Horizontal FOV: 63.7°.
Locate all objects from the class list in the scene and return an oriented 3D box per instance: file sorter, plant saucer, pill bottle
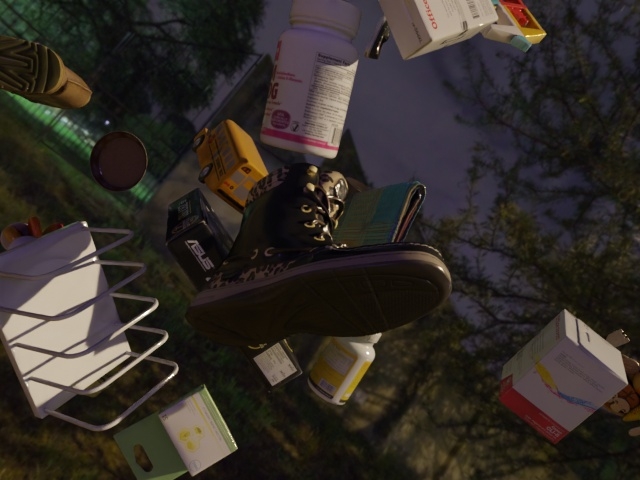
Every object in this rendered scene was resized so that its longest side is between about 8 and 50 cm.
[{"bbox_3d":[-0.377,0.131,0.838,0.173,0.193,0.278,2,-66,31],"label":"file sorter"},{"bbox_3d":[-0.553,-0.216,1.424,0.168,0.168,0.029,36,5,5],"label":"plant saucer"},{"bbox_3d":[-0.016,-0.316,1.013,0.160,0.283,0.160,12,11,-2],"label":"pill bottle"},{"bbox_3d":[0.058,0.267,1.159,0.103,0.184,0.103,32,6,-4],"label":"pill bottle"}]

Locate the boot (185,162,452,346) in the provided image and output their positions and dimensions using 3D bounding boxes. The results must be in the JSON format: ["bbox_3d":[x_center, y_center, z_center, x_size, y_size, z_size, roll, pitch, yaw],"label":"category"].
[{"bbox_3d":[0.000,0.000,0.758,0.377,0.284,0.138,-16,-51,27],"label":"boot"}]

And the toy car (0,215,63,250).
[{"bbox_3d":[-0.654,0.024,1.222,0.159,0.136,0.182,28,-35,45],"label":"toy car"}]

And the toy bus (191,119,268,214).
[{"bbox_3d":[-0.221,-0.192,1.252,0.108,0.130,0.333,38,14,-35],"label":"toy bus"}]

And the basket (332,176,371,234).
[{"bbox_3d":[0.094,-0.112,1.960,0.204,0.227,0.154,37,21,10],"label":"basket"}]

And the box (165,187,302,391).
[{"bbox_3d":[-0.197,0.098,1.145,0.395,0.097,0.318,60,-5,-22],"label":"box"}]

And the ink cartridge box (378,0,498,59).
[{"bbox_3d":[0.220,-0.447,0.975,0.086,0.203,0.148,-16,-81,59],"label":"ink cartridge box"}]

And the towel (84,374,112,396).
[{"bbox_3d":[-0.513,0.273,1.076,0.148,0.027,0.110,41,-49,-16],"label":"towel"}]

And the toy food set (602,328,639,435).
[{"bbox_3d":[0.581,0.280,0.981,0.038,0.132,0.192,-17,68,-50],"label":"toy food set"}]

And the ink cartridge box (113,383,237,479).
[{"bbox_3d":[-0.339,0.472,1.208,0.171,0.235,0.056,63,-15,-4],"label":"ink cartridge box"}]

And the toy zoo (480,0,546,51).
[{"bbox_3d":[0.415,-0.555,1.223,0.030,0.192,0.293,-53,-127,51],"label":"toy zoo"}]

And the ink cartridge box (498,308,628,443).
[{"bbox_3d":[0.433,0.241,0.933,0.127,0.176,0.128,38,27,10],"label":"ink cartridge box"}]

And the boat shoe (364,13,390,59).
[{"bbox_3d":[0.164,-0.548,1.389,0.040,0.142,0.049,25,-9,10],"label":"boat shoe"}]

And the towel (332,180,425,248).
[{"bbox_3d":[0.090,0.007,1.138,0.040,0.271,0.370,25,-7,-16],"label":"towel"}]

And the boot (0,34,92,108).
[{"bbox_3d":[-0.476,-0.250,0.758,0.236,0.089,0.269,15,5,-20],"label":"boot"}]
